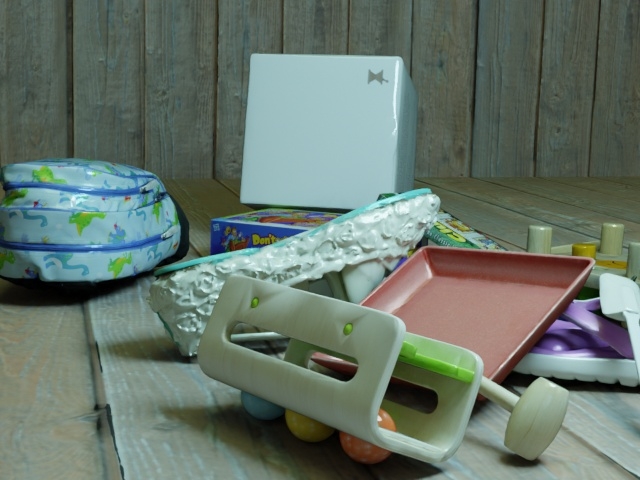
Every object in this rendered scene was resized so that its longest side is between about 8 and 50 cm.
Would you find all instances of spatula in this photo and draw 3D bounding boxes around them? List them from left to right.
[{"bbox_3d":[0.395,0.119,1.144,0.168,0.019,0.242,13,36,-3],"label":"spatula"}]

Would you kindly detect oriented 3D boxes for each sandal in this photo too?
[{"bbox_3d":[0.366,0.109,1.257,0.417,0.102,0.169,7,9,14],"label":"sandal"}]

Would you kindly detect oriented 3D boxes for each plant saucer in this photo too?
[{"bbox_3d":[0.155,0.096,1.237,0.259,0.047,0.258,5,34,43],"label":"plant saucer"}]

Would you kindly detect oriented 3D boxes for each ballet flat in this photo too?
[{"bbox_3d":[-0.019,0.051,1.366,0.409,0.146,0.147,-17,15,-17],"label":"ballet flat"}]

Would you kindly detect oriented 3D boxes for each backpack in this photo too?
[{"bbox_3d":[-0.389,-0.026,1.698,0.290,0.273,0.355,9,23,9],"label":"backpack"}]

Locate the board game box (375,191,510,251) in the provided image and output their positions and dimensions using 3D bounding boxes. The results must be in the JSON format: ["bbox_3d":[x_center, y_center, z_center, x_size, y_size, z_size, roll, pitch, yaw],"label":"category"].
[{"bbox_3d":[0.237,-0.017,1.952,0.260,0.030,0.136,34,24,27],"label":"board game box"}]

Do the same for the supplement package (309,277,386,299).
[{"bbox_3d":[0.042,0.058,1.553,0.105,0.105,0.179,5,10,13],"label":"supplement package"}]

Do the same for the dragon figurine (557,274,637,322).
[{"bbox_3d":[0.266,0.093,1.409,0.289,0.085,0.144,0,9,32],"label":"dragon figurine"}]

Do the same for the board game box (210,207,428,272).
[{"bbox_3d":[0.000,0.000,1.997,0.347,0.078,0.233,6,10,26],"label":"board game box"}]

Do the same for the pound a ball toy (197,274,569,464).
[{"bbox_3d":[0.050,0.147,1.033,0.208,0.135,0.319,26,-9,-39],"label":"pound a ball toy"}]

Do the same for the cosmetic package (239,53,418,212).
[{"bbox_3d":[0.034,-0.212,2.337,0.328,0.329,0.394,4,-3,10],"label":"cosmetic package"}]

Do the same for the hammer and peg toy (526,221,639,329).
[{"bbox_3d":[0.495,0.057,1.549,0.266,0.127,0.361,-3,10,-39],"label":"hammer and peg toy"}]

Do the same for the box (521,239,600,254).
[{"bbox_3d":[0.346,0.040,1.760,0.201,0.021,0.164,-5,-15,-37],"label":"box"}]

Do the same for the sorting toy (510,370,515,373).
[{"bbox_3d":[0.252,0.151,1.294,0.083,0.012,0.062,1,13,-22],"label":"sorting toy"}]
